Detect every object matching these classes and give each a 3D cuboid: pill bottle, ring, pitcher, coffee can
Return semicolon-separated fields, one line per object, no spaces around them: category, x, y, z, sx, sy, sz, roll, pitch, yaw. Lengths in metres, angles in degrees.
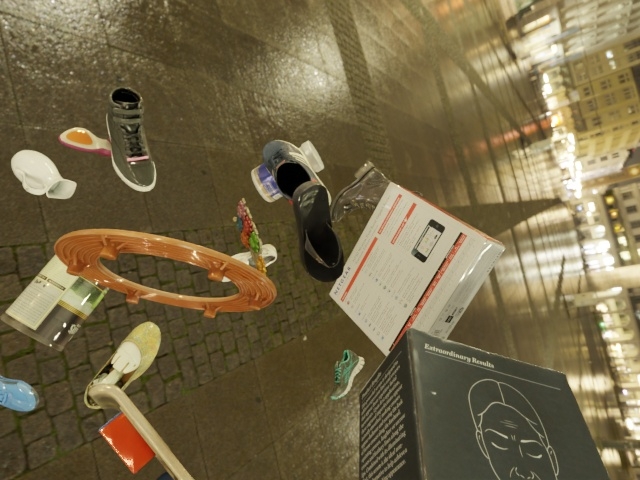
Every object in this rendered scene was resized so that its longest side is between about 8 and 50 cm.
pill bottle;-0.129;-0.277;1.707;0.153;0.264;0.153;57;13;-20
ring;-0.238;0.069;0.679;0.336;0.336;0.032;37;54;-46
pitcher;-1.035;-0.236;1.557;0.207;0.126;0.178;37;16;7
coffee can;-0.821;0.180;1.364;0.201;0.201;0.275;49;60;-36

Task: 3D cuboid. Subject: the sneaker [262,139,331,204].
sneaker;-0.103;-0.223;1.326;0.350;0.131;0.148;49;12;34

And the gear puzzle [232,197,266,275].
gear puzzle;-0.288;0.008;1.738;0.044;0.175;0.339;-12;60;-25

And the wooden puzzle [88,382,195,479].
wooden puzzle;-0.305;0.424;0.799;0.348;0.322;0.080;45;57;2

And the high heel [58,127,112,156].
high heel;-0.789;-0.321;1.458;0.082;0.117;0.244;62;27;-3

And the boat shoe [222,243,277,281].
boat shoe;-0.315;0.106;1.833;0.098;0.277;0.096;64;-2;-27

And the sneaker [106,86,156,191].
sneaker;-0.519;-0.285;1.167;0.104;0.147;0.296;-14;72;-31

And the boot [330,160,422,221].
boot;0.174;-0.107;1.407;0.229;0.263;0.091;43;18;16

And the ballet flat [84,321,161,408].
ballet flat;-0.638;0.411;1.372;0.123;0.349;0.123;38;13;-11

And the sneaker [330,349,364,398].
sneaker;0.066;0.406;1.313;0.076;0.065;0.166;47;50;-10

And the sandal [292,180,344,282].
sandal;-0.001;0.000;0.887;0.097;0.054;0.255;-33;132;-18

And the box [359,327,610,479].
box;0.223;0.368;0.596;0.293;0.212;0.396;18;39;-8

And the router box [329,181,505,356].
router box;0.199;0.076;0.990;0.082;0.336;0.301;15;20;-40

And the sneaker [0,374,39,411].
sneaker;-0.775;0.354;1.009;0.069;0.209;0.082;-63;178;5
